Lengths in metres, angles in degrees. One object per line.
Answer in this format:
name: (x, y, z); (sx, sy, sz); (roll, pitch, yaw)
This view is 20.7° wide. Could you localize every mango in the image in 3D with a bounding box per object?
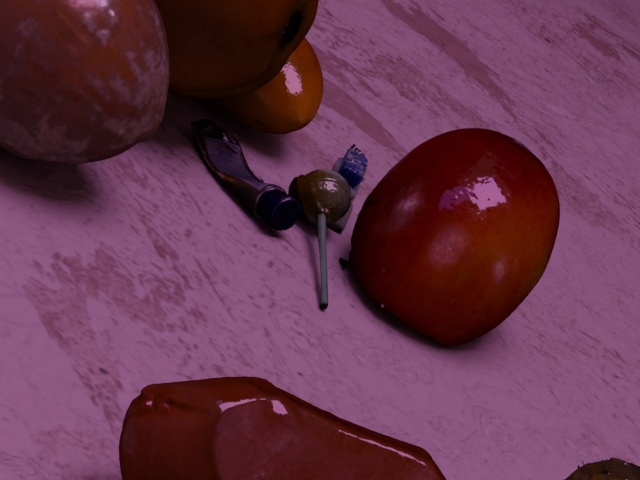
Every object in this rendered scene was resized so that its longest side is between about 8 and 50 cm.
mango: (-0.180, -0.276, 1.670); (0.378, 0.221, 0.264); (23, -5, -9)
mango: (-0.074, -0.185, 1.842); (0.141, 0.102, 0.217); (3, 34, -40)

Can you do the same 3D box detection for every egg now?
egg: (-0.231, -0.171, 1.476); (0.245, 0.203, 0.203); (45, 24, 13)

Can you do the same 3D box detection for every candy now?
candy: (0.000, 0.000, 1.647); (0.061, 0.061, 0.202); (25, 32, -18)

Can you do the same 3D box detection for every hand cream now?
hand cream: (-0.071, -0.064, 1.691); (0.062, 0.039, 0.163); (12, 25, -38)

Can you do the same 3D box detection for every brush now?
brush: (0.026, -0.055, 1.809); (0.033, 0.030, 0.178); (40, 21, -9)

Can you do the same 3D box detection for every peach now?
peach: (0.124, 0.004, 1.689); (0.196, 0.226, 0.190); (9, -38, 46)

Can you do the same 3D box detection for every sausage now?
sausage: (-0.016, 0.172, 1.156); (0.258, 0.133, 0.133); (24, 24, -20)

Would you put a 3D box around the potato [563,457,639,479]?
potato: (0.296, 0.249, 1.460); (0.225, 0.090, 0.117); (25, 24, -16)
